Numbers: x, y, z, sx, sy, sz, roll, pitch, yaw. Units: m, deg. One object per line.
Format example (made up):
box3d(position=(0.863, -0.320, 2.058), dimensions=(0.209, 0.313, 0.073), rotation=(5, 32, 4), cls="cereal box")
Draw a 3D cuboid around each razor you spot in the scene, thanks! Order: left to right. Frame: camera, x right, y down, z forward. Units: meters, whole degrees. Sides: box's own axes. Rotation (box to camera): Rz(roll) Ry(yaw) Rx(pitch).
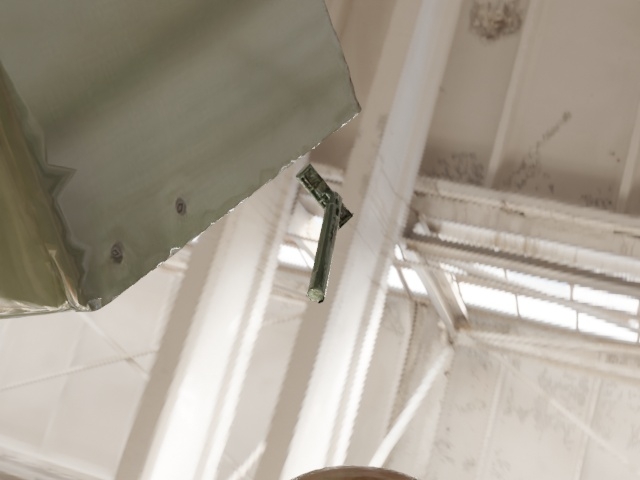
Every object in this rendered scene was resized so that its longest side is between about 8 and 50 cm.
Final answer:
box3d(position=(0.006, -0.003, 1.071), dimensions=(0.036, 0.084, 0.211), rotation=(-33, -156, 20), cls="razor")

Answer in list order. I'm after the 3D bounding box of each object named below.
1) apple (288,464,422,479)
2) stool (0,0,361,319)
box3d(position=(0.030, 0.365, 1.021), dimensions=(0.301, 0.301, 0.302), rotation=(-5, -110, 14), cls="apple")
box3d(position=(-0.157, -0.088, 0.530), dimensions=(0.243, 0.269, 0.170), rotation=(-4, -67, 31), cls="stool")
